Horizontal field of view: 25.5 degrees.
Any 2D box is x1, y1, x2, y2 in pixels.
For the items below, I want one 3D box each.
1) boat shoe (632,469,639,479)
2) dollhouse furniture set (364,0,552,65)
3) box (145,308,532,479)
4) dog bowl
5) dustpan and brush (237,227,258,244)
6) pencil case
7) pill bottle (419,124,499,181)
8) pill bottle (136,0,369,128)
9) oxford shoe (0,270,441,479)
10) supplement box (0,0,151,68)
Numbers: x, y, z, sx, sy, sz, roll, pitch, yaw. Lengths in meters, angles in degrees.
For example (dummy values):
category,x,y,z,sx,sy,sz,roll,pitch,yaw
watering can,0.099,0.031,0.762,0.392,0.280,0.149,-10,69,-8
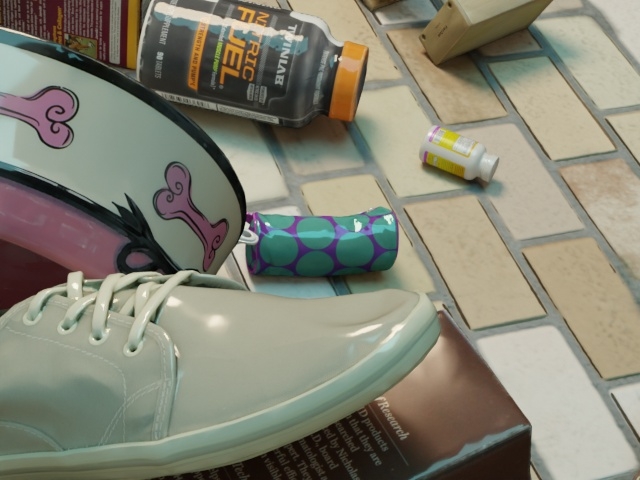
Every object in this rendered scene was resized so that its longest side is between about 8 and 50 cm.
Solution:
category,x,y,z,sx,sy,sz,roll,pitch,yaw
boat shoe,0.356,0.158,1.294,0.116,0.123,0.324,28,40,29
dollhouse furniture set,0.160,-0.363,1.739,0.161,0.212,0.242,-25,79,-28
box,-0.038,0.221,1.048,0.381,0.191,0.143,-21,49,-13
dog bowl,-0.275,-0.005,1.174,0.408,0.408,0.150,12,62,3
dustpan and brush,-0.157,-0.020,1.424,0.211,0.060,0.147,22,45,16
pencil case,0.000,0.000,1.429,0.151,0.064,0.070,-2,61,-11
pill bottle,0.155,-0.094,1.568,0.083,0.043,0.043,24,45,15
pill bottle,-0.072,-0.200,1.581,0.245,0.130,0.130,12,43,4
oxford shoe,-0.135,0.083,0.990,0.449,0.130,0.169,-11,15,26
supplement box,-0.292,-0.280,1.648,0.188,0.104,0.081,13,43,4
